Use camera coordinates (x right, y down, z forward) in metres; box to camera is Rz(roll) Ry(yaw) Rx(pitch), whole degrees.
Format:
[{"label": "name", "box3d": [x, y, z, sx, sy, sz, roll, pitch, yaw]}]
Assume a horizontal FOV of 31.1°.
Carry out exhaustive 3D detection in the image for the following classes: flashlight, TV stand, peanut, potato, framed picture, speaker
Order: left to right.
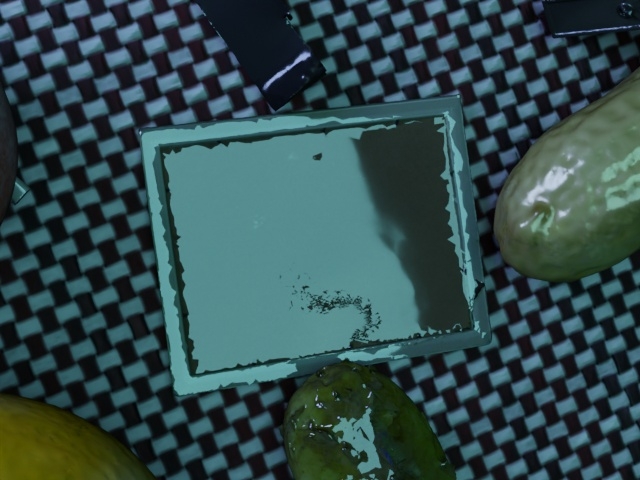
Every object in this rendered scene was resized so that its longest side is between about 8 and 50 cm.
[{"label": "flashlight", "box3d": [-0.258, -0.061, 0.874, 0.083, 0.018, 0.018, 42, 82, -9]}, {"label": "TV stand", "box3d": [-0.090, -0.221, 0.903, 0.049, 0.040, 0.256, -38, 97, -21]}, {"label": "framed picture", "box3d": [0.000, 0.000, 0.936, 0.273, 0.016, 0.216, -7, 89, -14]}, {"label": "potato", "box3d": [0.052, 0.198, 0.905, 0.117, 0.090, 0.225, -31, 95, -12]}, {"label": "peanut", "box3d": [0.280, -0.074, 0.942, 0.319, 0.147, 0.147, -37, 97, -1]}, {"label": "speaker", "box3d": [0.278, -0.198, 0.925, 0.046, 0.191, 0.040, -61, 138, -38]}]

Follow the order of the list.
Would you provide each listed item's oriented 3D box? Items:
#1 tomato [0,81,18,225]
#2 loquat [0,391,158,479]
[{"label": "tomato", "box3d": [-0.333, -0.054, 0.751, 0.270, 0.227, 0.270, 0, 70, 1]}, {"label": "loquat", "box3d": [-0.229, 0.256, 0.707, 0.328, 0.359, 0.328, -7, 115, -16]}]
